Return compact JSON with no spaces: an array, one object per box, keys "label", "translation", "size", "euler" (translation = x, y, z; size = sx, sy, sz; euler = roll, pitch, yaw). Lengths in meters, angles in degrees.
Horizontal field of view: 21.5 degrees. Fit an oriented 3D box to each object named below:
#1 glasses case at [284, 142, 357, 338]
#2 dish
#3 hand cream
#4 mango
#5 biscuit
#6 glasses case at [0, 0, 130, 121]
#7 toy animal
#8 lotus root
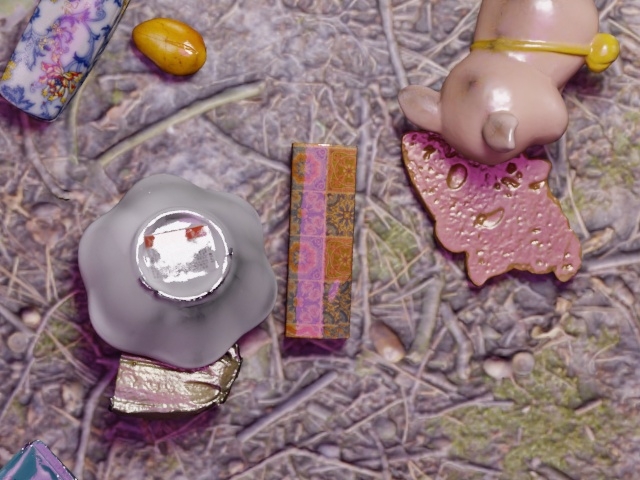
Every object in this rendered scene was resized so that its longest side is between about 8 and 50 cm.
[{"label":"glasses case","translation":[0.000,0.000,1.898],"size":[0.075,0.049,0.218],"euler":[3,92,-1]},{"label":"dish","translation":[-0.154,0.024,1.848],"size":[0.229,0.081,0.229],"euler":[3,72,-8]},{"label":"hand cream","translation":[-0.377,0.328,1.912],"size":[0.224,0.048,0.083],"euler":[-43,90,-4]},{"label":"mango","translation":[-0.170,-0.218,1.889],"size":[0.089,0.046,0.060],"euler":[21,92,2]},{"label":"biscuit","translation":[0.190,-0.041,1.908],"size":[0.250,0.035,0.162],"euler":[40,86,-3]},{"label":"glasses case","translation":[-0.270,-0.250,1.875],"size":[0.087,0.065,0.248],"euler":[28,90,-4]},{"label":"toy animal","translation":[0.223,-0.196,1.846],"size":[0.149,0.165,0.248],"euler":[40,74,-35]},{"label":"lotus root","translation":[-0.164,0.142,1.892],"size":[0.144,0.070,0.143],"euler":[17,75,-3]}]
